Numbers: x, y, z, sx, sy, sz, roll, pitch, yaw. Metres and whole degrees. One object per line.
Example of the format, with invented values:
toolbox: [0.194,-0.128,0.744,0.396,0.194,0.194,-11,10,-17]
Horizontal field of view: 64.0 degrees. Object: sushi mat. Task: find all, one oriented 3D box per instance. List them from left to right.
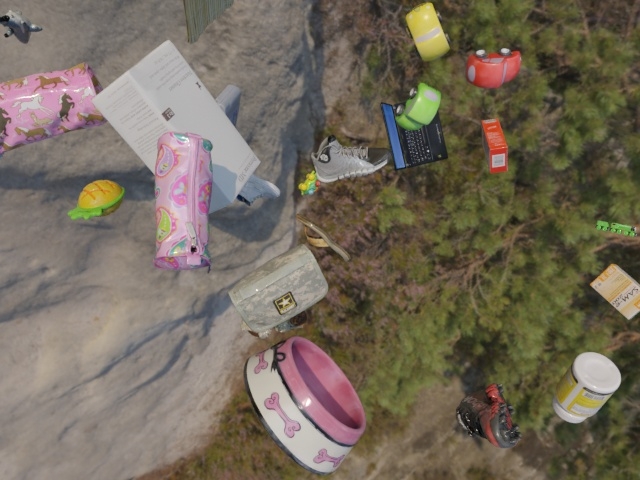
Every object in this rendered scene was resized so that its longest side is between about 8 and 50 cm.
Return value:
sushi mat: [-0.219,-0.520,1.008,0.151,0.019,0.316,-54,-178,-14]

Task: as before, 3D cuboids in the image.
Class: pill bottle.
pill bottle: [0.724,0.411,1.413,0.119,0.119,0.209,-30,144,-27]

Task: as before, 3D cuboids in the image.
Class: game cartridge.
game cartridge: [-0.350,-0.390,1.822,0.198,0.062,0.297,-66,178,-51]

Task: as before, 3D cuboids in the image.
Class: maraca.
maraca: [-0.635,-0.110,1.461,0.186,0.127,0.099,-70,152,-54]

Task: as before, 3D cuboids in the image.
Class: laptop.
laptop: [0.331,-0.378,1.783,0.264,0.136,0.234,-14,96,-12]

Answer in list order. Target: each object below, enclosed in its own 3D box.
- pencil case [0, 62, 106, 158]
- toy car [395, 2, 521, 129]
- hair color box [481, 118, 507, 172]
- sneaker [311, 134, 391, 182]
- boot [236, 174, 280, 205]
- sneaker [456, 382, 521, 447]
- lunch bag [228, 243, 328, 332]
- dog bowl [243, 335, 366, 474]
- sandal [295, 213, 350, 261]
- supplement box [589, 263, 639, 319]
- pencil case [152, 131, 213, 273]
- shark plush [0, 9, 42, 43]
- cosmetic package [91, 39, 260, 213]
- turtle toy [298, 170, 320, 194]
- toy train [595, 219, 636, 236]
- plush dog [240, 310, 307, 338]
pencil case: [-0.771,-0.349,1.387,0.386,0.160,0.167,-21,163,-8]
toy car: [0.218,-0.283,0.940,0.239,0.053,0.225,20,133,-19]
hair color box: [0.429,-0.235,1.265,0.043,0.141,0.072,-7,131,12]
sneaker: [0.079,-0.247,1.450,0.228,0.086,0.132,-15,129,14]
boot: [-0.275,-0.193,2.090,0.258,0.095,0.124,26,68,-42]
sneaker: [0.390,0.426,1.211,0.135,0.098,0.276,-26,176,14]
lunch bag: [-0.112,0.132,1.374,0.235,0.169,0.287,-29,169,-6]
dog bowl: [-0.029,0.455,1.495,0.150,0.408,0.408,-41,147,11]
sandal: [0.000,0.000,1.306,0.180,0.072,0.049,43,91,-11]
supplement box: [0.610,0.103,1.038,0.036,0.098,0.062,5,128,-49]
pencil case: [-0.278,-0.077,1.050,0.124,0.124,0.284,21,62,-54]
shark plush: [-0.759,-0.527,1.275,0.073,0.161,0.067,36,100,-20]
cosmetic package: [-0.349,-0.270,1.301,0.385,0.156,0.217,51,37,-25]
turtle toy: [-0.029,-0.227,1.997,0.066,0.095,0.130,38,92,-11]
toy train: [0.659,-0.028,1.141,0.017,0.083,0.024,2,102,-54]
plush dog: [-0.161,0.269,1.910,0.225,0.262,0.211,15,78,-13]
